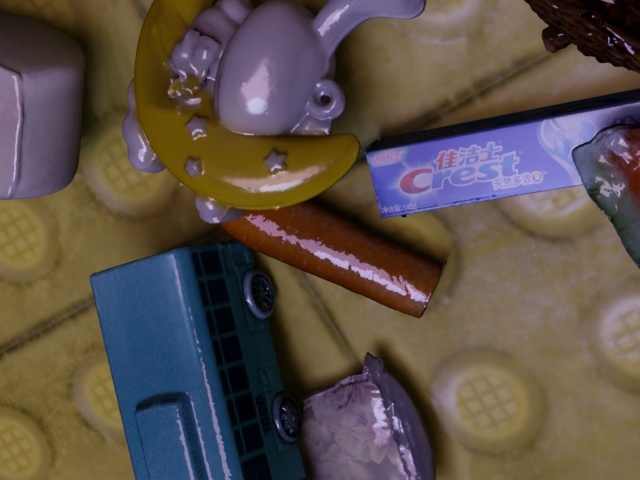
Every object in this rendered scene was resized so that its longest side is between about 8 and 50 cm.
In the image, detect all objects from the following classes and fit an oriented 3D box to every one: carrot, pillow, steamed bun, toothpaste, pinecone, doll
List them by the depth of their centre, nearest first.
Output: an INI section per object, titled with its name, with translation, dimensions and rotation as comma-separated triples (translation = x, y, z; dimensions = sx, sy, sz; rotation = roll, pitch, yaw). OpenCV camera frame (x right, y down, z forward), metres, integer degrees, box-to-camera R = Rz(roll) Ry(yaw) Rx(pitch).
[pinecone]
translation = 0.225, -0.216, 0.944
dimensions = 0.208, 0.208, 0.207
rotation = 7, 111, 18
[toothpaste]
translation = 0.174, -0.074, 1.087
dimensions = 0.272, 0.053, 0.066
rotation = -9, 105, 23
[doll]
translation = -0.054, -0.135, 1.113
dimensions = 0.237, 0.111, 0.252
rotation = 25, 94, 28
[carrot]
translation = 0.000, 0.000, 1.173
dimensions = 0.225, 0.067, 0.067
rotation = 24, 116, 9
[steamed bun]
translation = -0.325, -0.135, 1.190
dimensions = 0.242, 0.164, 0.146
rotation = 16, 112, 16
[pillow]
translation = -0.008, 0.213, 1.260
dimensions = 0.255, 0.059, 0.169
rotation = -21, 90, 26

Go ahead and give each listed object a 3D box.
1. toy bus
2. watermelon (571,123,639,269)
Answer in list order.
[toy bus]
translation = -0.111, 0.135, 1.193
dimensions = 0.128, 0.147, 0.255
rotation = -16, 84, 29
[watermelon]
translation = 0.333, -0.047, 0.885
dimensions = 0.320, 0.289, 0.213
rotation = 4, 117, 10
